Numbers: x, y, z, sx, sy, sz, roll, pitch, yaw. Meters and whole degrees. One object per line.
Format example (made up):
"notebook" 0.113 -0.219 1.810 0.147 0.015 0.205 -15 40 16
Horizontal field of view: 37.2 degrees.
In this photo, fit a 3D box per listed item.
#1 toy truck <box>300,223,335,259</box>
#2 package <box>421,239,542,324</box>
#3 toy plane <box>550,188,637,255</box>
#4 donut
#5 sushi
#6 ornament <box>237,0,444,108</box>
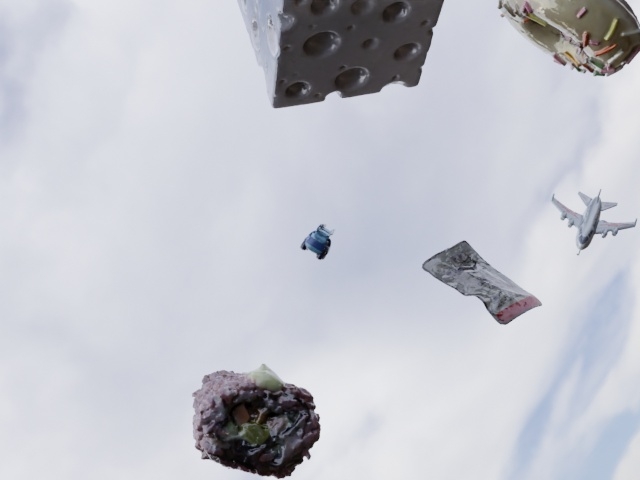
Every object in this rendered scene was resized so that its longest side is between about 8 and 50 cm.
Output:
"toy truck" 0.000 0.000 2.181 0.074 0.063 0.136 -60 -3 4
"package" 0.350 0.089 2.053 0.154 0.239 0.030 -23 -43 -39
"toy plane" 0.504 -0.034 1.782 0.066 0.162 0.171 92 -157 -47
"donut" 0.585 -0.526 2.259 0.142 0.382 0.382 -55 -29 3
"sushi" -0.141 0.378 2.004 0.171 0.270 0.237 172 116 -76
"ornament" 0.020 -0.370 1.379 0.239 0.240 0.239 -12 -28 -12
